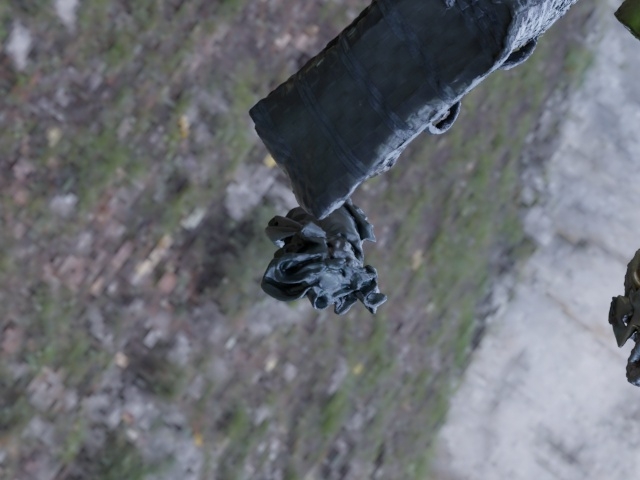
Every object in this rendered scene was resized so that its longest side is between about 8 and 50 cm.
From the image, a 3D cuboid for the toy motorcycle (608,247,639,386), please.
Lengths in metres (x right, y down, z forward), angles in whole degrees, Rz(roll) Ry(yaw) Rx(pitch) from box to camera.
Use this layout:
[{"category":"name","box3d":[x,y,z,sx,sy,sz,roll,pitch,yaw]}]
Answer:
[{"category":"toy motorcycle","box3d":[0.437,0.080,1.911,0.229,0.094,0.130,-79,-168,-46]}]

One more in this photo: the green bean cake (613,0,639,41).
[{"category":"green bean cake","box3d":[0.449,-0.210,1.621,0.200,0.214,0.113,19,113,-47]}]

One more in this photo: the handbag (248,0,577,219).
[{"category":"handbag","box3d":[0.073,-0.111,0.964,0.270,0.088,0.175,-41,169,34]}]

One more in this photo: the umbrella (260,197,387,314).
[{"category":"umbrella","box3d":[0.001,0.003,1.875,0.094,0.143,0.349,-62,-167,17]}]
